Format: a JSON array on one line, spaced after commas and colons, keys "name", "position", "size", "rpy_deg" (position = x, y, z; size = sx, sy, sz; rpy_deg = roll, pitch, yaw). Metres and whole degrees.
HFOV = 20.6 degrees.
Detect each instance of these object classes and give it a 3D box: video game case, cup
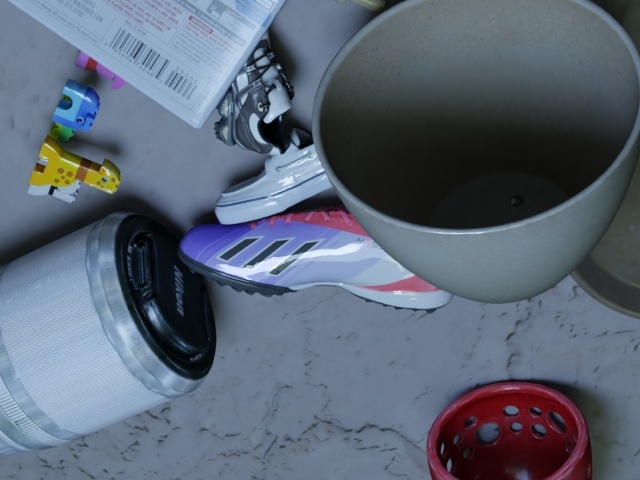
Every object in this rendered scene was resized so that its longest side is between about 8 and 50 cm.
[{"name": "video game case", "position": [-0.176, -0.319, 1.733], "size": [0.329, 0.036, 0.300], "rpy_deg": [34, 112, -3]}, {"name": "cup", "position": [0.175, -0.068, 1.807], "size": [0.331, 0.331, 0.237], "rpy_deg": [-5, 141, 10]}]

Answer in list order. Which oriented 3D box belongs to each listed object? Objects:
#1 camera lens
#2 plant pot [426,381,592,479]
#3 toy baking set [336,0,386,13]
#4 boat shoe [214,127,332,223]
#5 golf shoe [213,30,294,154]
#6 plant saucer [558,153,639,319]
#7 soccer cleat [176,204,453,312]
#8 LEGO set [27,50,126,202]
[{"name": "camera lens", "position": [-0.273, 0.107, 2.002], "size": [0.274, 0.219, 0.219], "rpy_deg": [-24, 117, 20]}, {"name": "plant pot", "position": [0.232, 0.292, 2.081], "size": [0.191, 0.191, 0.174], "rpy_deg": [-7, 126, 11]}, {"name": "toy baking set", "position": [0.008, -0.345, 1.794], "size": [0.256, 0.030, 0.197], "rpy_deg": [20, 120, -6]}, {"name": "boat shoe", "position": [-0.019, -0.089, 1.941], "size": [0.226, 0.083, 0.076], "rpy_deg": [-21, 104, 8]}, {"name": "golf shoe", "position": [-0.064, -0.178, 1.863], "size": [0.094, 0.077, 0.198], "rpy_deg": [27, 139, 32]}, {"name": "plant saucer", "position": [0.395, -0.030, 1.942], "size": [0.277, 0.041, 0.278], "rpy_deg": [3, 123, 4]}, {"name": "soccer cleat", "position": [0.000, 0.000, 1.975], "size": [0.318, 0.109, 0.116], "rpy_deg": [7, 117, -2]}, {"name": "LEGO set", "position": [-0.254, -0.110, 1.940], "size": [0.093, 0.087, 0.227], "rpy_deg": [22, 124, -7]}]
